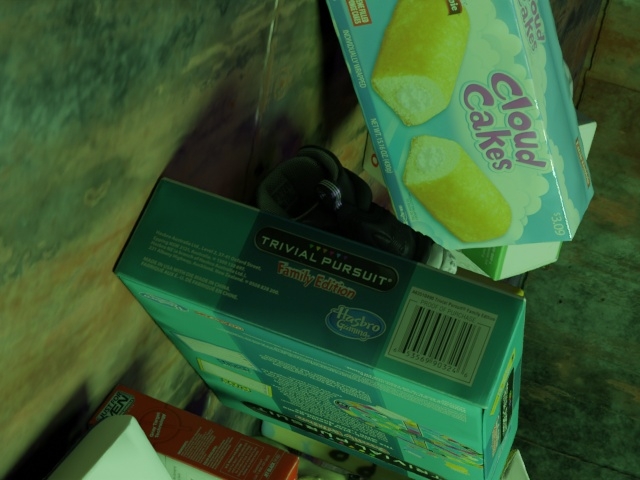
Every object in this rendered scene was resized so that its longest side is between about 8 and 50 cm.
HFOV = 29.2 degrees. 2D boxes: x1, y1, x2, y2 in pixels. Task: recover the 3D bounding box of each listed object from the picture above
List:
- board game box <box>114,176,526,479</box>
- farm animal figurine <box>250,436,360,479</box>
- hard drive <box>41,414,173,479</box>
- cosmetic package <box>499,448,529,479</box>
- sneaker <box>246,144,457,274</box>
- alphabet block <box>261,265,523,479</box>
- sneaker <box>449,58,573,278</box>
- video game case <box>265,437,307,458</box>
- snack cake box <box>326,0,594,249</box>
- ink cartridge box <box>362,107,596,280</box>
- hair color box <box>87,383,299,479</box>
[{"bbox_3d":[0.018,0.089,0.917,0.336,0.254,0.079,71,41,-67],"label":"board game box"},{"bbox_3d":[-0.084,0.329,1.061,0.327,0.172,0.330,85,18,-83],"label":"farm animal figurine"},{"bbox_3d":[-0.113,0.302,0.786,0.210,0.040,0.318,-50,121,-44],"label":"hard drive"},{"bbox_3d":[0.087,0.349,1.316,0.160,0.309,0.113,71,19,-1],"label":"cosmetic package"},{"bbox_3d":[0.000,0.000,1.037,0.101,0.153,0.268,-49,-166,-18],"label":"sneaker"},{"bbox_3d":[0.077,0.125,1.271,0.193,0.197,0.192,-39,144,-62],"label":"alphabet block"},{"bbox_3d":[0.270,-0.126,1.742,0.210,0.137,0.366,-43,145,-54],"label":"sneaker"},{"bbox_3d":[-0.044,0.243,1.341,0.166,0.015,0.119,-37,143,-63],"label":"video game case"},{"bbox_3d":[0.117,-0.126,1.007,0.089,0.152,0.264,-53,130,-50],"label":"snack cake box"},{"bbox_3d":[0.146,-0.091,1.197,0.093,0.219,0.160,-17,132,-32],"label":"ink cartridge box"},{"bbox_3d":[-0.087,0.158,0.845,0.043,0.141,0.072,-56,159,-44],"label":"hair color box"}]
